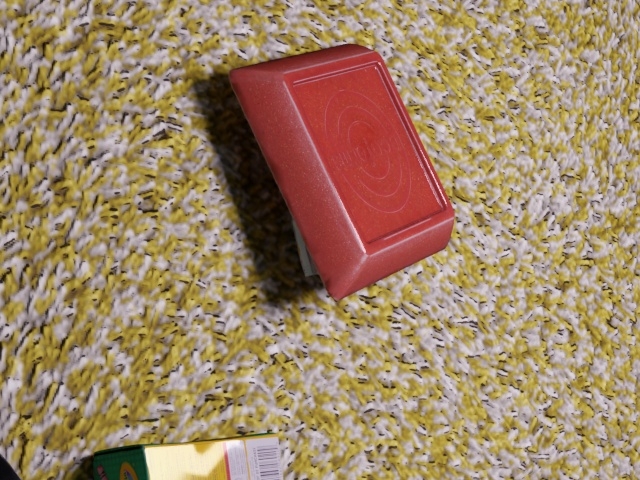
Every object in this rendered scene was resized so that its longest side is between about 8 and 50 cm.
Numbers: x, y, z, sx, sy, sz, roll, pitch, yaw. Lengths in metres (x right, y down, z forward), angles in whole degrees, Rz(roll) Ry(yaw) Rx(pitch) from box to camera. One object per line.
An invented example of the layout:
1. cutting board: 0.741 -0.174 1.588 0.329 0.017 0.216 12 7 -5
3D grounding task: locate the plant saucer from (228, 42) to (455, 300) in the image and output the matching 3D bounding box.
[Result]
1. plant saucer: 0.040 -0.089 1.706 0.258 0.048 0.259 -22 88 -56

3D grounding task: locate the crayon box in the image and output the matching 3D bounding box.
1. crayon box: -0.106 0.321 1.464 0.165 0.081 0.278 2 77 -45

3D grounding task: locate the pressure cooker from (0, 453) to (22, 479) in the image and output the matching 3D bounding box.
1. pressure cooker: -0.345 0.281 1.015 0.375 0.370 0.420 43 42 10

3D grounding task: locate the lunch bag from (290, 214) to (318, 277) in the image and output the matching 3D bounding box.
1. lunch bag: 0.000 0.000 1.687 0.083 0.053 0.071 -13 87 -58
